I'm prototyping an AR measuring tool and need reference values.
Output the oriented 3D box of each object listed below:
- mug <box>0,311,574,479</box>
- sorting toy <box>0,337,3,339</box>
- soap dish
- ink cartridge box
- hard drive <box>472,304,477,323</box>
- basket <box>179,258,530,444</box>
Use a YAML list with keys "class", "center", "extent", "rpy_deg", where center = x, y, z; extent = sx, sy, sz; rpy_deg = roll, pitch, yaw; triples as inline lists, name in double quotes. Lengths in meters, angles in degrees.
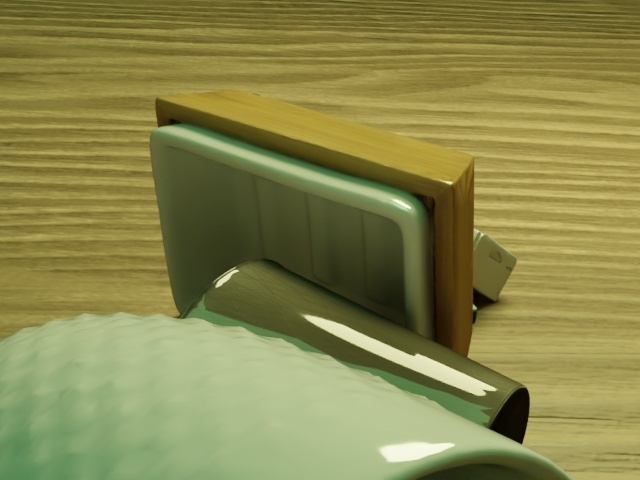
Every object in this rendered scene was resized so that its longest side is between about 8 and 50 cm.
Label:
- class: "mug"
  center: [-0.039, 0.188, 0.662]
  extent: [0.328, 0.276, 0.374]
  rpy_deg: [19, -3, 45]
- class: "sorting toy"
  center: [-0.309, 0.094, 0.833]
  extent: [0.208, 0.038, 0.193]
  rpy_deg: [0, 11, 10]
- class: "soap dish"
  center: [0.000, 0.000, 1.075]
  extent: [0.291, 0.228, 0.118]
  rpy_deg: [19, 41, 30]
- class: "ink cartridge box"
  center: [0.121, 0.007, 1.263]
  extent: [0.122, 0.052, 0.088]
  rpy_deg: [24, -4, 39]
- class: "hard drive"
  center: [0.067, 0.064, 1.206]
  extent: [0.135, 0.022, 0.094]
  rpy_deg: [-9, 27, -28]
- class: "basket"
  center: [0.022, 0.124, 0.916]
  extent: [0.227, 0.154, 0.204]
  rpy_deg: [20, 23, 24]
